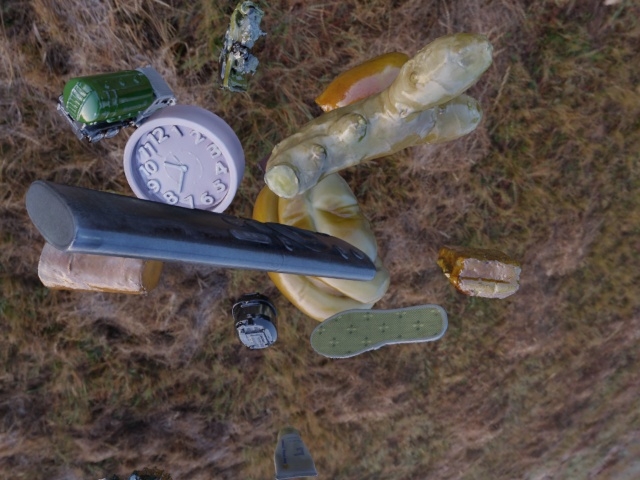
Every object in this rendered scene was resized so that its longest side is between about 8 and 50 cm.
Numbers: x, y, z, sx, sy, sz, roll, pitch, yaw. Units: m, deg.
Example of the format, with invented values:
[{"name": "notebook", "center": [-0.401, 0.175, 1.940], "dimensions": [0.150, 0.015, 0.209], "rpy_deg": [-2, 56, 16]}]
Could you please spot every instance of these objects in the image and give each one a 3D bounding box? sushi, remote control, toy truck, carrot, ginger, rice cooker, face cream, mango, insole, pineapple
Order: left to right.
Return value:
[{"name": "carrot", "center": [-0.565, 0.066, 1.389], "dimensions": [0.254, 0.196, 0.196], "rpy_deg": [14, 128, 2]}, {"name": "toy truck", "center": [-0.392, -0.272, 1.022], "dimensions": [0.125, 0.101, 0.242], "rpy_deg": [-35, -175, 30]}, {"name": "pineapple", "center": [-0.320, 0.457, 0.926], "dimensions": [0.130, 0.119, 0.277], "rpy_deg": [8, 159, 3]}, {"name": "remote control", "center": [-0.087, 0.000, 0.548], "dimensions": [0.377, 0.107, 0.044], "rpy_deg": [10, 110, -49]}, {"name": "sushi", "center": [-0.250, -0.635, 1.760], "dimensions": [0.139, 0.131, 0.291], "rpy_deg": [-6, 112, -56]}, {"name": "rice cooker", "center": [-0.164, 0.207, 1.355], "dimensions": [0.112, 0.106, 0.165], "rpy_deg": [-8, 144, 4]}, {"name": "face cream", "center": [-0.080, 0.622, 1.541], "dimensions": [0.114, 0.224, 0.070], "rpy_deg": [-2, 96, -9]}, {"name": "mango", "center": [0.113, -0.353, 1.241], "dimensions": [0.252, 0.126, 0.154], "rpy_deg": [-38, 178, -10]}, {"name": "insole", "center": [0.115, 0.191, 1.134], "dimensions": [0.322, 0.109, 0.007], "rpy_deg": [-13, 150, 28]}, {"name": "ginger", "center": [0.093, -0.181, 0.848], "dimensions": [0.348, 0.122, 0.363], "rpy_deg": [-21, -177, 13]}]

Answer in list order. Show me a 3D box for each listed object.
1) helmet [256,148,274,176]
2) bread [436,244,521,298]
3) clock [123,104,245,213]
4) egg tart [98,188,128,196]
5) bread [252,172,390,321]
[{"name": "helmet", "center": [-0.100, -0.258, 2.203], "dimensions": [0.197, 0.271, 0.338], "rpy_deg": [-43, 127, 8]}, {"name": "bread", "center": [0.300, 0.053, 1.047], "dimensions": [0.139, 0.271, 0.077], "rpy_deg": [8, 96, 4]}, {"name": "clock", "center": [-0.235, -0.131, 0.924], "dimensions": [0.197, 0.068, 0.197], "rpy_deg": [3, 122, 4]}, {"name": "egg tart", "center": [-0.730, -0.057, 1.816], "dimensions": [0.241, 0.106, 0.241], "rpy_deg": [4, 84, -51]}, {"name": "bread", "center": [0.024, -0.010, 1.339], "dimensions": [0.245, 0.424, 0.329], "rpy_deg": [-37, 160, 35]}]
